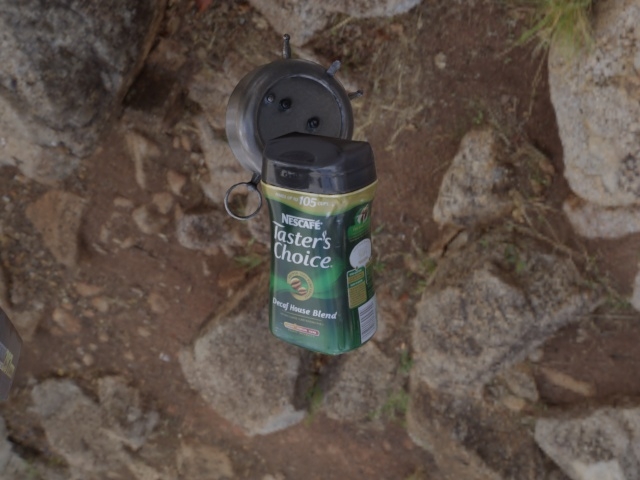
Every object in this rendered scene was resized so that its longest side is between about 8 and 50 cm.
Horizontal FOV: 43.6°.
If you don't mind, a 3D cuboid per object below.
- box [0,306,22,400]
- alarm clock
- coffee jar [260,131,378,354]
[{"bbox_3d":[-0.340,0.060,0.557,0.233,0.059,0.183,11,163,-10],"label":"box"},{"bbox_3d":[-0.039,-0.105,0.829,0.129,0.192,0.064,32,176,-22],"label":"alarm clock"},{"bbox_3d":[0.000,0.000,0.691,0.096,0.079,0.184,12,115,32],"label":"coffee jar"}]
